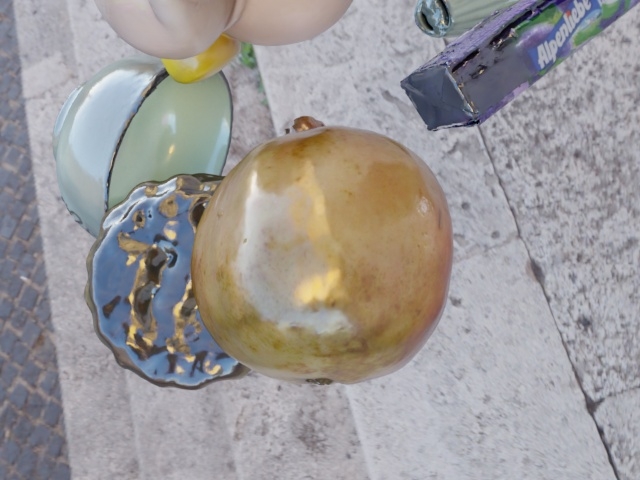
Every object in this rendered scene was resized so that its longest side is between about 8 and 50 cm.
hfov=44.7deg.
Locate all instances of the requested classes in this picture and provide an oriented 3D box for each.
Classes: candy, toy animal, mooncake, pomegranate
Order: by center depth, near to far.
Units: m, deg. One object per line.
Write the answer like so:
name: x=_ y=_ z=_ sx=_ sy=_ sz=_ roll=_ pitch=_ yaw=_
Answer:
candy: x=0.209 y=-0.196 z=0.653 sx=0.312 sy=0.088 sz=0.061 roll=-36 pitch=105 yaw=-14
toy animal: x=-0.069 y=-0.298 z=0.705 sx=0.247 sy=0.345 sz=0.277 roll=-4 pitch=93 yaw=4
pomegranate: x=0.000 y=0.000 z=0.734 sx=0.229 sy=0.252 sz=0.270 roll=7 pitch=68 yaw=-20
mooncake: x=-0.164 y=0.051 z=1.020 sx=0.290 sy=0.161 sz=0.290 roll=0 pitch=94 yaw=3

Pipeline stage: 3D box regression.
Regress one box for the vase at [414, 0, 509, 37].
vase: x=0.231 y=-0.360 z=1.141 sx=0.128 sy=0.128 sz=0.248 roll=32 pitch=46 yaw=27

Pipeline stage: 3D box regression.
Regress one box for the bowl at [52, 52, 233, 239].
bowl: x=-0.311 y=-0.157 z=1.283 sx=0.185 sy=0.354 sz=0.354 roll=23 pitch=82 yaw=16
